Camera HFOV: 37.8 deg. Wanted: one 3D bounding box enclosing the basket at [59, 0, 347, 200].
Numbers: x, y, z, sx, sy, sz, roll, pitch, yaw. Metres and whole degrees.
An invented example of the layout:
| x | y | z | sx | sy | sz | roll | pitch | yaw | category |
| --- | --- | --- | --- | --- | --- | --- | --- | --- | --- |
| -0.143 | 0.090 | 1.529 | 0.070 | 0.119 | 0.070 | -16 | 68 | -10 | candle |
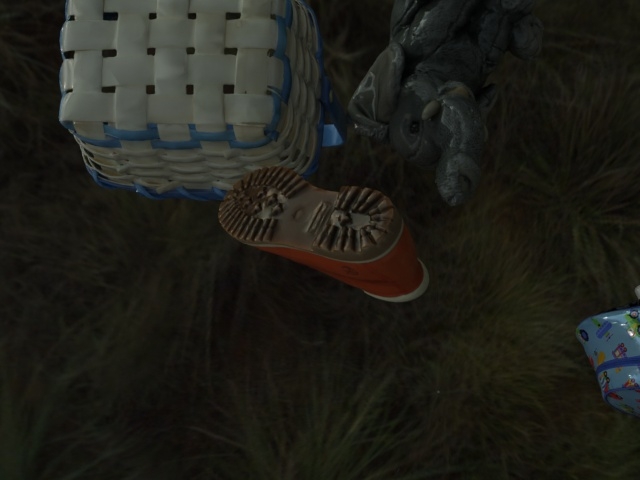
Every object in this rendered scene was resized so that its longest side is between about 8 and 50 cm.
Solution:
| x | y | z | sx | sy | sz | roll | pitch | yaw | category |
| --- | --- | --- | --- | --- | --- | --- | --- | --- | --- |
| -0.103 | -0.135 | 0.869 | 0.255 | 0.289 | 0.201 | 2 | 79 | 2 | basket |

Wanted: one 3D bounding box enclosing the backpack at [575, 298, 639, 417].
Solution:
| x | y | z | sx | sy | sz | roll | pitch | yaw | category |
| --- | --- | --- | --- | --- | --- | --- | --- | --- | --- |
| 0.291 | 0.101 | 0.719 | 0.173 | 0.158 | 0.117 | -15 | 62 | 41 | backpack |

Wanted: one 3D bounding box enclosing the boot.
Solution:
| x | y | z | sx | sy | sz | roll | pitch | yaw | category |
| --- | --- | --- | --- | --- | --- | --- | --- | --- | --- |
| 0.000 | 0.000 | 0.623 | 0.158 | 0.084 | 0.059 | 18 | 71 | 41 | boot |

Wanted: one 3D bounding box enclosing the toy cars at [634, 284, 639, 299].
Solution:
| x | y | z | sx | sy | sz | roll | pitch | yaw | category |
| --- | --- | --- | --- | --- | --- | --- | --- | --- | --- |
| 0.509 | 0.071 | 0.891 | 0.394 | 0.087 | 0.176 | 18 | 73 | 4 | toy cars |

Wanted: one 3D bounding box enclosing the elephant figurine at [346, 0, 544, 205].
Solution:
| x | y | z | sx | sy | sz | roll | pitch | yaw | category |
| --- | --- | --- | --- | --- | --- | --- | --- | --- | --- |
| 0.106 | -0.139 | 0.897 | 0.169 | 0.186 | 0.239 | 15 | 80 | 20 | elephant figurine |
